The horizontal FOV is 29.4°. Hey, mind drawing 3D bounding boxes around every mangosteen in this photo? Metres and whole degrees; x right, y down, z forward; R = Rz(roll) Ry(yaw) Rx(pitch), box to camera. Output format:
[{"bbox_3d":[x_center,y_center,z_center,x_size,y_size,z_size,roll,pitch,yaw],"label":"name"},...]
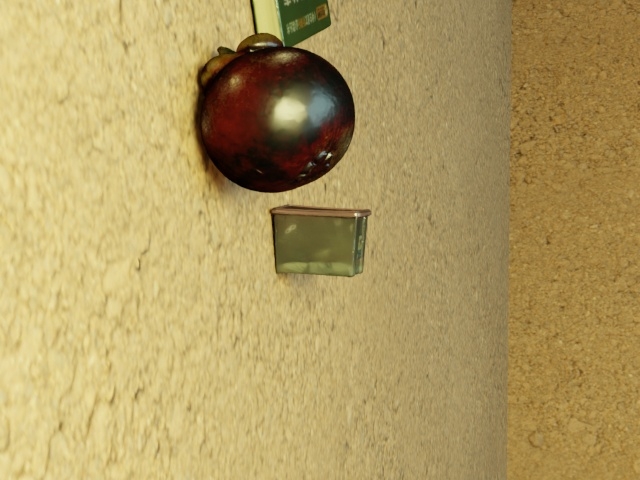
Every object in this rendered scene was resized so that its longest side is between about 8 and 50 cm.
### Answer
[{"bbox_3d":[-0.041,-0.105,0.956,0.140,0.140,0.140,-4,90,-75],"label":"mangosteen"}]

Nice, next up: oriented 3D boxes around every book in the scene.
[{"bbox_3d":[-0.040,-0.322,1.160,0.202,0.027,0.264,-51,135,-69],"label":"book"}]

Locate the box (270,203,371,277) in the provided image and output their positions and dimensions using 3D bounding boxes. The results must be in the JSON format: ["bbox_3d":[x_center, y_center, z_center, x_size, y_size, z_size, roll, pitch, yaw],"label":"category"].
[{"bbox_3d":[0.000,0.000,1.121,0.060,0.084,0.063,-22,116,-75],"label":"box"}]
